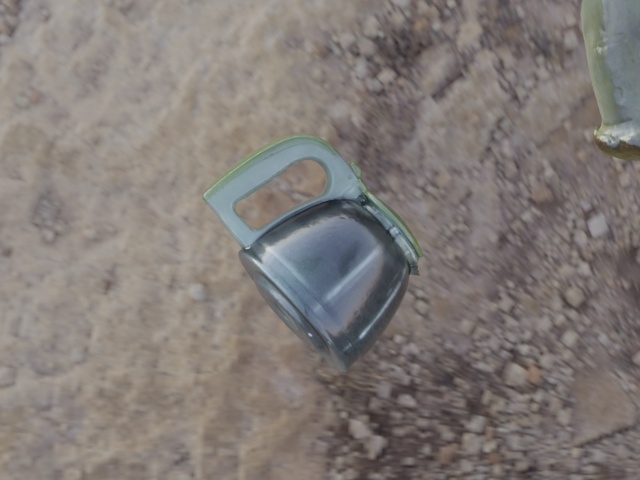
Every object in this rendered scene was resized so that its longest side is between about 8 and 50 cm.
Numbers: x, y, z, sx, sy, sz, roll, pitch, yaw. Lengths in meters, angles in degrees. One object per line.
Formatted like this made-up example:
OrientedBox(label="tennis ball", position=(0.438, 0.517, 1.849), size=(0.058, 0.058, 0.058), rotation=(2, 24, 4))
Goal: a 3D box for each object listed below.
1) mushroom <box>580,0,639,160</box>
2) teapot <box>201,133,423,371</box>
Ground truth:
OrientedBox(label="mushroom", position=(0.310, -0.231, 1.745), size=(0.107, 0.087, 0.333), rotation=(9, 121, 36))
OrientedBox(label="teapot", position=(0.005, 0.004, 0.996), size=(0.091, 0.124, 0.092), rotation=(-42, 37, -10))
